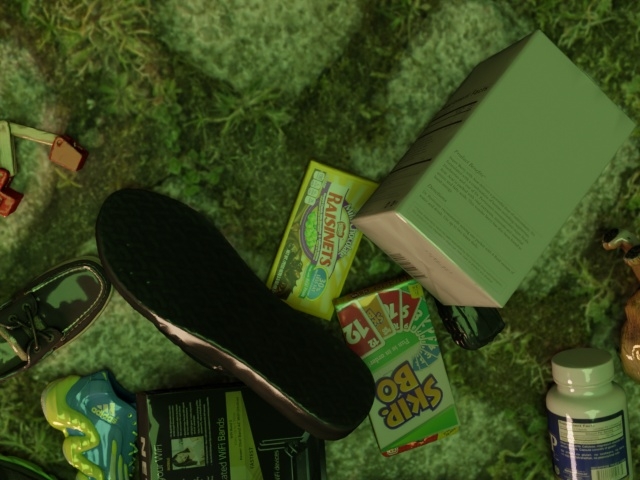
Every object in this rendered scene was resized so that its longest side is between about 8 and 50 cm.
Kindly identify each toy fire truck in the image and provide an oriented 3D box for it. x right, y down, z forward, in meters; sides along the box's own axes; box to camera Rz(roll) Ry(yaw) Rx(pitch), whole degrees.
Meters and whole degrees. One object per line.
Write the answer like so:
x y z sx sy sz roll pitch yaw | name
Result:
-0.421 -0.108 1.223 0.192 0.047 0.135 29 98 -8 | toy fire truck

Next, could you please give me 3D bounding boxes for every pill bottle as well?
0.377 0.253 1.310 0.112 0.112 0.187 -9 101 -2 | pill bottle

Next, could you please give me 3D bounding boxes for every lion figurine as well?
0.533 0.020 1.261 0.392 0.142 0.240 -45 108 2 | lion figurine

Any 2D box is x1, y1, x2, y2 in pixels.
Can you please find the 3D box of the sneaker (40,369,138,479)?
-0.285 0.287 1.289 0.126 0.091 0.240 -26 101 1 | sneaker

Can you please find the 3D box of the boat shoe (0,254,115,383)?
-0.401 0.126 1.248 0.285 0.092 0.103 -33 101 3 | boat shoe

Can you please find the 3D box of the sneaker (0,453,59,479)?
-0.382 0.450 1.246 0.482 0.202 0.185 30 99 2 | sneaker

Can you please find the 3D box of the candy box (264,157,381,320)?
0.000 0.000 1.280 0.105 0.027 0.206 18 100 -10 | candy box

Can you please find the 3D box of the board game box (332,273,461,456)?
0.112 0.184 1.312 0.124 0.039 0.260 -18 109 -3 | board game box

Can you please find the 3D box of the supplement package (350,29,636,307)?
0.212 -0.082 1.162 0.177 0.175 0.293 42 78 -10 | supplement package

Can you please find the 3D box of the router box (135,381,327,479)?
-0.114 0.346 1.240 0.242 0.081 0.309 -1 84 -22 | router box

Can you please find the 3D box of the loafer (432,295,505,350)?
0.182 0.044 1.281 0.078 0.076 0.223 -30 98 -16 | loafer

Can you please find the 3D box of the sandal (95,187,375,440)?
-0.131 0.112 1.227 0.445 0.167 0.107 41 137 1 | sandal
